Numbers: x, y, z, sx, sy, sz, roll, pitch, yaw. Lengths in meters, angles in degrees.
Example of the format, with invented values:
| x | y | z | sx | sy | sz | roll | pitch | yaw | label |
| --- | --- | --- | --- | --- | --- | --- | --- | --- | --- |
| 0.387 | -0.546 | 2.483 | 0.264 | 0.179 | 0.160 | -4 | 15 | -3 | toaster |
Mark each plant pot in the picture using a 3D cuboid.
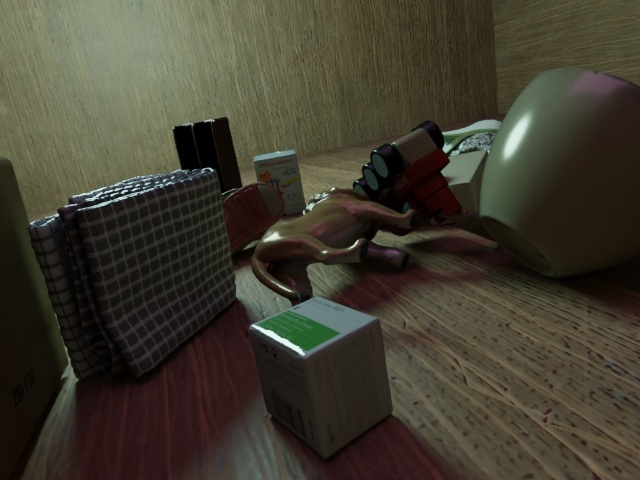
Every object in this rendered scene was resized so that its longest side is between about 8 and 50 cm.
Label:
| x | y | z | sx | sy | sz | roll | pitch | yaw | label |
| --- | --- | --- | --- | --- | --- | --- | --- | --- | --- |
| 0.336 | -0.061 | 0.628 | 0.191 | 0.284 | 0.284 | -46 | 19 | 1 | plant pot |

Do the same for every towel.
| x | y | z | sx | sy | sz | roll | pitch | yaw | label |
| --- | --- | --- | --- | --- | --- | --- | --- | --- | --- |
| -0.233 | 0.032 | 0.649 | 0.121 | 0.235 | 0.283 | 3 | 20 | 22 | towel |

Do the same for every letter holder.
| x | y | z | sx | sy | sz | roll | pitch | yaw | label |
| --- | --- | --- | --- | --- | --- | --- | --- | --- | --- |
| -0.336 | -0.203 | 1.364 | 0.151 | 0.302 | 0.214 | -10 | 17 | 1 | letter holder |

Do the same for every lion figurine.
| x | y | z | sx | sy | sz | roll | pitch | yaw | label |
| --- | --- | --- | --- | --- | --- | --- | --- | --- | --- |
| 0.000 | 0.000 | 0.746 | 0.240 | 0.142 | 0.392 | 18 | 21 | 30 | lion figurine |

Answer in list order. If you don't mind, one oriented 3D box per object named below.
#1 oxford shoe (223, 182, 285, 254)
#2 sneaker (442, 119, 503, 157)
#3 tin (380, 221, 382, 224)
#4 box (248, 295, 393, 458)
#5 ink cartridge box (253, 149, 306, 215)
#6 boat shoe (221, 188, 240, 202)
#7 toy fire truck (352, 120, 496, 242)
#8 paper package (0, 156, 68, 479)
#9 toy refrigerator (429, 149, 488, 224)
| x | y | z | sx | sy | sz | roll | pitch | yaw | label |
| --- | --- | --- | --- | --- | --- | --- | --- | --- | --- |
| -0.254 | 0.011 | 0.984 | 0.396 | 0.141 | 0.146 | -27 | -8 | -33 | oxford shoe |
| 0.344 | -0.228 | 1.309 | 0.410 | 0.158 | 0.182 | -12 | 28 | 34 | sneaker |
| 0.183 | -0.103 | 1.012 | 0.189 | 0.040 | 0.106 | -43 | -4 | 21 | tin |
| 0.000 | 0.122 | 0.431 | 0.087 | 0.102 | 0.101 | -19 | 17 | -33 | box |
| -0.122 | -0.171 | 1.351 | 0.128 | 0.176 | 0.127 | -12 | 16 | -4 | ink cartridge box |
| -0.310 | -0.035 | 1.173 | 0.307 | 0.111 | 0.104 | -17 | -11 | -1 | boat shoe |
| 0.203 | -0.065 | 0.825 | 0.158 | 0.246 | 0.217 | -30 | -8 | -15 | toy fire truck |
| -0.391 | 0.086 | 0.420 | 0.168 | 0.310 | 0.325 | -10 | 16 | -15 | paper package |
| 0.327 | -0.125 | 1.053 | 0.102 | 0.094 | 0.269 | -7 | 20 | 30 | toy refrigerator |
